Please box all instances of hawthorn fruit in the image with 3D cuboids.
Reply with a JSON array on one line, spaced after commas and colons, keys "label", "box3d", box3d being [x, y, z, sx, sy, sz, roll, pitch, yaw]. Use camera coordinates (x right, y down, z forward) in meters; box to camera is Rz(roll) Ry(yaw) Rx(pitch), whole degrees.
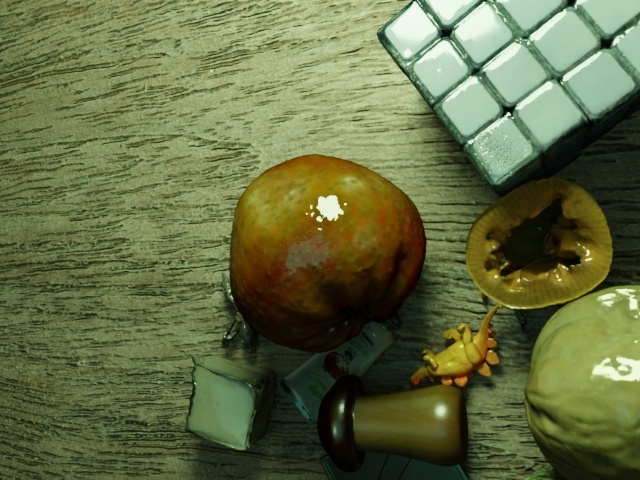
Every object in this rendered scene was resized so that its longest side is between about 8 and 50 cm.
[{"label": "hawthorn fruit", "box3d": [0.000, 0.000, 1.148, 0.402, 0.403, 0.403, 0, 91, 21]}]

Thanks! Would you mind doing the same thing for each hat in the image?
[{"label": "hat", "box3d": [0.408, -0.031, 1.054, 0.233, 0.233, 0.245, 7, 115, 27]}]

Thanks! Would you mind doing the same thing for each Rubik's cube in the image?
[{"label": "Rubik's cube", "box3d": [0.356, -0.301, 1.008, 0.337, 0.344, 0.344, -37, 77, 16]}]

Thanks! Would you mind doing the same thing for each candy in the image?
[{"label": "candy", "box3d": [-0.207, 0.368, 1.347, 0.195, 0.137, 0.185, 11, 95, 19]}]

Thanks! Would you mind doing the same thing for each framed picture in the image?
[{"label": "framed picture", "box3d": [0.159, 0.508, 1.260, 0.289, 0.020, 0.211, -36, 74, 18]}]

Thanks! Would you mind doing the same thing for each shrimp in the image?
[{"label": "shrimp", "box3d": [0.377, 0.126, 1.175, 0.091, 0.025, 0.127, -21, 79, 20]}]

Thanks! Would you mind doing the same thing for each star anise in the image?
[{"label": "star anise", "box3d": [-0.165, 0.166, 1.367, 0.171, 0.063, 0.208, 1, 91, 20]}]

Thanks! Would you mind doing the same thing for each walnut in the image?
[{"label": "walnut", "box3d": [0.522, 0.245, 0.946, 0.381, 0.381, 0.382, 0, 91, 21]}]

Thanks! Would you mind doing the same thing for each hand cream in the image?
[{"label": "hand cream", "box3d": [0.047, 0.273, 1.293, 0.336, 0.076, 0.121, -45, 76, 22]}]

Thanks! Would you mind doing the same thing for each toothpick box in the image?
[{"label": "toothpick box", "box3d": [0.141, 0.370, 1.171, 0.294, 0.192, 0.192, -4, 89, 19]}]

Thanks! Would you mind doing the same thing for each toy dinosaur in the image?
[{"label": "toy dinosaur", "box3d": [0.300, 0.233, 1.186, 0.288, 0.070, 0.117, -41, 87, 21]}]

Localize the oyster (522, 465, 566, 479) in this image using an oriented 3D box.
[{"label": "oyster", "box3d": [0.487, 0.481, 1.033, 0.350, 0.162, 0.158, 0, 66, 0]}]
